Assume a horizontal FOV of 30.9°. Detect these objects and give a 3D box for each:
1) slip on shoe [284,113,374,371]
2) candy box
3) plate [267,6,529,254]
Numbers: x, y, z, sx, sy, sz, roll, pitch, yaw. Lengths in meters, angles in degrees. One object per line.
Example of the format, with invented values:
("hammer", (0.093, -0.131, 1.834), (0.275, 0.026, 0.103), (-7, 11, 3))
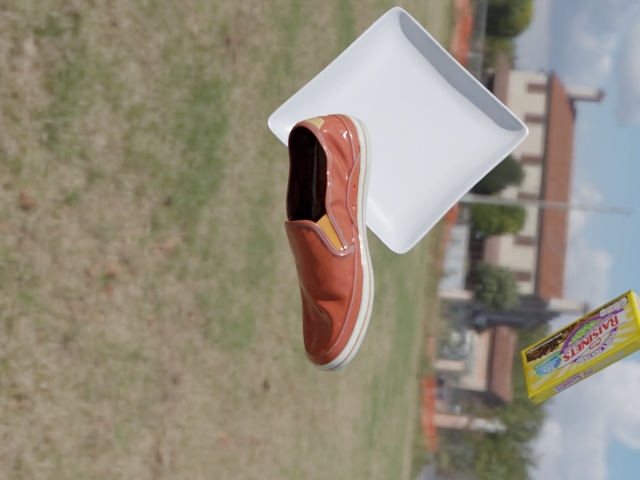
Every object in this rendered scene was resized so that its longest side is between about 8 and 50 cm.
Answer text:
("slip on shoe", (0.000, 0.000, 1.468), (0.101, 0.123, 0.331), (4, 85, -39))
("candy box", (0.400, 0.163, 1.761), (0.027, 0.206, 0.105), (41, 29, -29))
("plate", (0.110, -0.158, 1.671), (0.278, 0.277, 0.045), (-43, 173, -14))
